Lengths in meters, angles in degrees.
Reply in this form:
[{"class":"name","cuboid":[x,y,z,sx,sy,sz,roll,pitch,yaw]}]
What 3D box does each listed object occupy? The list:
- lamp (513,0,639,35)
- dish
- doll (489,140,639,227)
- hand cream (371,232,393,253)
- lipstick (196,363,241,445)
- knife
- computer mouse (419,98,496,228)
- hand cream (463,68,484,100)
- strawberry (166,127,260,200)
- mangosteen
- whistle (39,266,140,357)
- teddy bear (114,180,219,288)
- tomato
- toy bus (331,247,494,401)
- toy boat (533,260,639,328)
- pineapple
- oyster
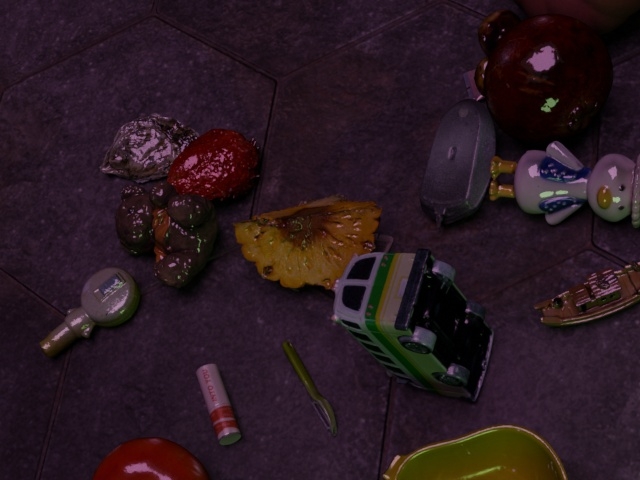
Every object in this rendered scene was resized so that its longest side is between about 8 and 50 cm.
[{"class":"lamp","cuboid":[0.420,-0.489,2.061,0.239,0.305,0.305,-5,49,-38]},{"class":"dish","cuboid":[0.227,0.388,1.769,0.262,0.108,0.221,-10,61,10]},{"class":"doll","cuboid":[0.411,-0.086,1.958,0.293,0.119,0.138,6,108,20]},{"class":"hand cream","cuboid":[0.067,0.056,2.040,0.057,0.037,0.165,13,60,23]},{"class":"lipstick","cuboid":[-0.164,0.262,1.992,0.038,0.038,0.131,-25,59,3]},{"class":"knife","cuboid":[-0.015,0.231,1.974,0.026,0.022,0.184,-45,58,21]},{"class":"computer mouse","cuboid":[0.233,-0.121,2.057,0.113,0.068,0.229,6,76,40]},{"class":"hand cream","cuboid":[0.350,-0.294,2.130,0.209,0.043,0.067,-18,58,13]},{"class":"strawberry","cuboid":[-0.191,-0.137,2.162,0.187,0.082,0.146,-25,48,-21]},{"class":"mangosteen","cuboid":[0.345,-0.278,2.015,0.215,0.215,0.257,-40,61,-6]},{"class":"whistle","cuboid":[-0.398,0.124,2.123,0.198,0.057,0.104,-38,59,-6]},{"class":"teddy bear","cuboid":[-0.267,-0.022,2.123,0.190,0.140,0.177,14,112,23]},{"class":"tomato","cuboid":[-0.254,0.394,1.886,0.195,0.136,0.195,-1,86,7]},{"class":"toy bus","cuboid":[0.140,0.125,1.840,0.164,0.276,0.134,5,63,32]},{"class":"toy boat","cuboid":[0.427,0.079,1.891,0.206,0.072,0.064,-22,57,4]},{"class":"pineapple","cuboid":[-0.006,0.001,2.059,0.249,0.164,0.140,-9,104,7]},{"class":"oyster","cuboid":[-0.308,-0.165,2.250,0.177,0.064,0.125,6,80,8]}]
